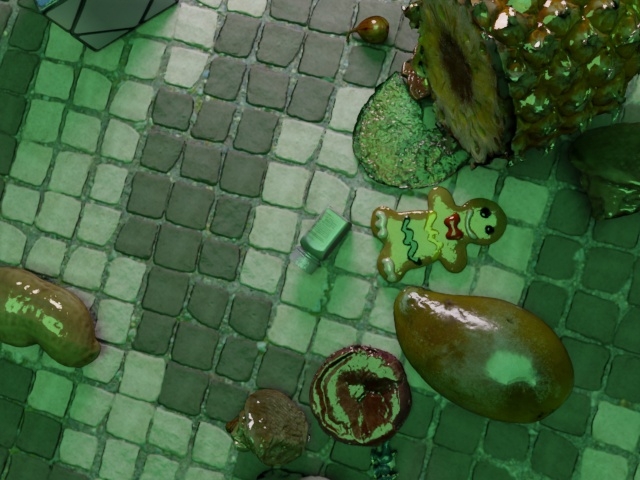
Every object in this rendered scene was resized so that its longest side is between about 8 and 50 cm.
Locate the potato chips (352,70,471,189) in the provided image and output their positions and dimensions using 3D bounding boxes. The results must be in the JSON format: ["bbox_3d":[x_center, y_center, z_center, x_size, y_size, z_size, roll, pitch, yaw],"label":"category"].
[{"bbox_3d":[0.169,-0.187,1.191,0.220,0.029,0.201,19,91,11],"label":"potato chips"}]

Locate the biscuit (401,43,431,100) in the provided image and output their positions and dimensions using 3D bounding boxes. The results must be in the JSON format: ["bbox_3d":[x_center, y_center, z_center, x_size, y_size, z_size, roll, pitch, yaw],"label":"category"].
[{"bbox_3d":[0.207,-0.292,1.180,0.130,0.019,0.119,10,73,-2],"label":"biscuit"}]

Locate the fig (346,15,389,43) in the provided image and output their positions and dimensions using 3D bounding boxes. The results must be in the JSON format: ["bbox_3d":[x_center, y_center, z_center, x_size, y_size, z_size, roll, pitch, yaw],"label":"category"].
[{"bbox_3d":[0.083,-0.377,1.203,0.083,0.050,0.050,-5,87,27],"label":"fig"}]

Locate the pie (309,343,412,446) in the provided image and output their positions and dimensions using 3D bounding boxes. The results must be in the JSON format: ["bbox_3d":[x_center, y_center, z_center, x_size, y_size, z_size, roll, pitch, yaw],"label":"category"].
[{"bbox_3d":[0.070,0.274,1.169,0.183,0.049,0.182,-1,82,6],"label":"pie"}]

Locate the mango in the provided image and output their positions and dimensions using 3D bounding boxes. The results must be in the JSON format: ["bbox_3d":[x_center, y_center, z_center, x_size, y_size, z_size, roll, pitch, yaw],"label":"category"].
[{"bbox_3d":[0.259,0.181,1.102,0.316,0.146,0.192,26,83,15],"label":"mango"}]

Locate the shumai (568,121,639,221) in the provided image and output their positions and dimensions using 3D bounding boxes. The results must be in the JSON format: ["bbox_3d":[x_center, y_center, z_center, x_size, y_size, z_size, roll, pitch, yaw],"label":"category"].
[{"bbox_3d":[0.511,-0.105,1.092,0.202,0.201,0.120,-6,128,7],"label":"shumai"}]

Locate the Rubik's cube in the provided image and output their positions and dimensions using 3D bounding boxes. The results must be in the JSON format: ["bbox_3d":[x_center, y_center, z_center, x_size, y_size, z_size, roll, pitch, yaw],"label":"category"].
[{"bbox_3d":[-0.411,-0.500,1.191,0.205,0.207,0.205,-29,85,4],"label":"Rubik's cube"}]

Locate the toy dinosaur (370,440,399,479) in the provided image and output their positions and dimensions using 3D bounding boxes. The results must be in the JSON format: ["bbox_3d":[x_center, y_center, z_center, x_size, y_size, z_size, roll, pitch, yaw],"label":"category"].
[{"bbox_3d":[0.114,0.392,1.166,0.047,0.030,0.083,-8,87,6],"label":"toy dinosaur"}]

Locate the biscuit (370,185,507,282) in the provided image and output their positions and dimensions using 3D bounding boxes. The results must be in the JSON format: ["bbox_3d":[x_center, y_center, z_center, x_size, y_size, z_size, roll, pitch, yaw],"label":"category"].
[{"bbox_3d":[0.208,-0.015,1.172,0.241,0.035,0.158,-15,88,7],"label":"biscuit"}]

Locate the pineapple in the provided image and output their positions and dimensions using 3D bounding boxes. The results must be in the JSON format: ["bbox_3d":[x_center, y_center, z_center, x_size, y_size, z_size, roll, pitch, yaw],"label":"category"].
[{"bbox_3d":[0.314,-0.303,1.014,0.300,0.352,0.352,-30,84,-12],"label":"pineapple"}]

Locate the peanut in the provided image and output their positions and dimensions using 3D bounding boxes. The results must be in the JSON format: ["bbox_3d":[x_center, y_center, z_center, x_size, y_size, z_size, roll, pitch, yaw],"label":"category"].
[{"bbox_3d":[-0.516,0.141,1.222,0.253,0.122,0.137,24,100,4],"label":"peanut"}]

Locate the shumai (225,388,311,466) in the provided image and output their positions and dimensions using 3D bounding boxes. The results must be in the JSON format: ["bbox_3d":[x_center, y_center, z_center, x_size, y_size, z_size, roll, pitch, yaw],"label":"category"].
[{"bbox_3d":[-0.101,0.336,1.164,0.145,0.145,0.116,50,118,7],"label":"shumai"}]

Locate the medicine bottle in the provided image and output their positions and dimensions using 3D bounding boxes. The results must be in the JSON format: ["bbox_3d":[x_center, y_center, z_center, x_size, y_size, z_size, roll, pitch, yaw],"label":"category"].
[{"bbox_3d":[0.000,0.000,1.178,0.055,0.074,0.118,38,94,7],"label":"medicine bottle"}]

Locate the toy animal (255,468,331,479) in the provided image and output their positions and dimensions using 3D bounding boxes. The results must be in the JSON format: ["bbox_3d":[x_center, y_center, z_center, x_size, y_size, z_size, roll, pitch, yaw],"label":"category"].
[{"bbox_3d":[-0.046,0.531,1.093,0.213,0.212,0.266,-5,83,8],"label":"toy animal"}]
